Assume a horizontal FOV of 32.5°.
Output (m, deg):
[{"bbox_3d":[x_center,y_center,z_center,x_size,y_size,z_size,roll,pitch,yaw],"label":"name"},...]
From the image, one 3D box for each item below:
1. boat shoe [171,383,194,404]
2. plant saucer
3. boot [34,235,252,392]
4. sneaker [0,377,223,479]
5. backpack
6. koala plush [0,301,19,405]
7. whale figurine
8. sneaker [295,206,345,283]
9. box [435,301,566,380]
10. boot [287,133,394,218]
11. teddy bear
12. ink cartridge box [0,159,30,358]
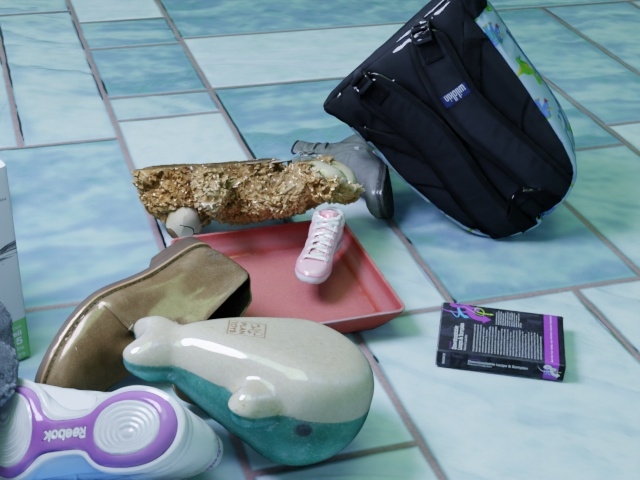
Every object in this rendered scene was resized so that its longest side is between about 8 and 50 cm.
[{"bbox_3d":[-0.096,0.158,1.319,0.178,0.064,0.060,-11,2,-25],"label":"boat shoe"},{"bbox_3d":[-0.051,0.062,1.492,0.259,0.047,0.258,-9,32,-17],"label":"plant saucer"},{"bbox_3d":[-0.204,0.108,1.306,0.115,0.112,0.305,25,50,31],"label":"boot"},{"bbox_3d":[-0.246,0.218,1.172,0.305,0.152,0.114,0,69,28],"label":"sneaker"},{"bbox_3d":[0.231,-0.174,1.645,0.355,0.290,0.273,48,23,-2],"label":"backpack"},{"bbox_3d":[-0.449,0.140,1.142,0.221,0.196,0.203,-22,18,26],"label":"koala plush"},{"bbox_3d":[-0.081,0.161,1.202,0.272,0.141,0.216,11,19,-5],"label":"whale figurine"},{"bbox_3d":[0.000,0.000,1.486,0.051,0.070,0.134,12,32,12],"label":"sneaker"},{"bbox_3d":[0.232,0.129,1.417,0.162,0.029,0.116,8,30,7],"label":"box"},{"bbox_3d":[0.030,-0.096,1.763,0.161,0.083,0.246,-10,30,3],"label":"boot"},{"bbox_3d":[-0.102,-0.062,1.597,0.338,0.113,0.245,-5,6,-4],"label":"teddy bear"},{"bbox_3d":[-0.456,0.003,1.336,0.115,0.272,0.198,-19,37,-33],"label":"ink cartridge box"}]
